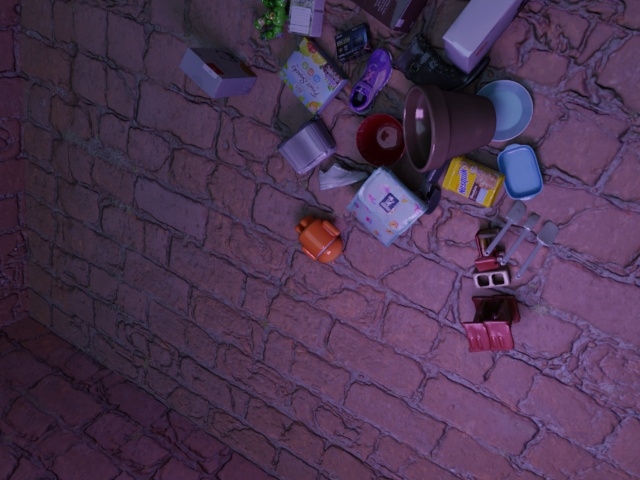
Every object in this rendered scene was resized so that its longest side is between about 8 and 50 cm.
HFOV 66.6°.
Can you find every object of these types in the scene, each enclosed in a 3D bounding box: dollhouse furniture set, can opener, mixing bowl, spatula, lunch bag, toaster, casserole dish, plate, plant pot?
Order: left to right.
[{"bbox_3d":[-0.041,-0.354,1.826,0.227,0.129,0.146,-32,96,31],"label":"toaster"},{"bbox_3d":[0.225,-0.355,1.699,0.181,0.098,0.182,11,114,25],"label":"mixing bowl"},{"bbox_3d":[0.235,-0.126,1.694,0.223,0.160,0.262,46,156,4],"label":"lunch bag"},{"bbox_3d":[0.399,-0.224,1.686,0.093,0.074,0.280,12,121,-14],"label":"can opener"},{"bbox_3d":[0.399,-0.350,1.490,0.229,0.263,0.263,-7,109,-8],"label":"plant pot"},{"bbox_3d":[0.558,0.167,1.662,0.152,0.201,0.374,-10,104,31],"label":"dollhouse furniture set"},{"bbox_3d":[0.571,-0.410,1.541,0.188,0.024,0.188,10,113,24],"label":"plate"},{"bbox_3d":[0.644,-0.222,1.567,0.114,0.037,0.188,-16,102,31],"label":"casserole dish"},{"bbox_3d":[0.643,-0.001,1.561,0.168,0.242,0.019,40,161,6],"label":"spatula"}]

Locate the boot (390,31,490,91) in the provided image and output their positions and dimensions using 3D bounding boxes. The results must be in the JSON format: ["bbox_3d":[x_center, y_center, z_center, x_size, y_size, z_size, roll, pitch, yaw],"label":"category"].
[{"bbox_3d":[0.373,-0.564,1.547,0.263,0.091,0.229,-34,92,35],"label":"boot"}]

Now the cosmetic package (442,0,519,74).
[{"bbox_3d":[0.487,-0.643,1.294,0.097,0.284,0.377,42,108,8],"label":"cosmetic package"}]

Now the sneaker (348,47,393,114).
[{"bbox_3d":[0.164,-0.537,1.659,0.095,0.104,0.236,34,120,14],"label":"sneaker"}]

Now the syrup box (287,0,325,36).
[{"bbox_3d":[-0.041,-0.827,1.660,0.093,0.096,0.237,18,116,19],"label":"syrup box"}]

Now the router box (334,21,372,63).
[{"bbox_3d":[0.112,-0.670,1.655,0.122,0.038,0.092,-13,77,30],"label":"router box"}]

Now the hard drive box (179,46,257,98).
[{"bbox_3d":[-0.379,-0.632,1.832,0.181,0.232,0.089,43,123,6],"label":"hard drive box"}]

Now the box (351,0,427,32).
[{"bbox_3d":[0.215,-0.774,1.502,0.203,0.168,0.167,39,121,9],"label":"box"}]

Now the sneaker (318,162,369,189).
[{"bbox_3d":[0.081,-0.250,1.835,0.212,0.080,0.094,-7,94,31],"label":"sneaker"}]

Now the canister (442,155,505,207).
[{"bbox_3d":[0.506,-0.196,1.609,0.170,0.073,0.126,31,125,25],"label":"canister"}]

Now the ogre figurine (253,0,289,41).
[{"bbox_3d":[-0.169,-0.812,1.741,0.118,0.096,0.197,32,106,34],"label":"ogre figurine"}]

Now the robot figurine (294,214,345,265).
[{"bbox_3d":[-0.001,0.001,1.938,0.158,0.128,0.219,-45,84,-2],"label":"robot figurine"}]

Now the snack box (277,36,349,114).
[{"bbox_3d":[-0.027,-0.591,1.759,0.207,0.070,0.174,50,123,4],"label":"snack box"}]
